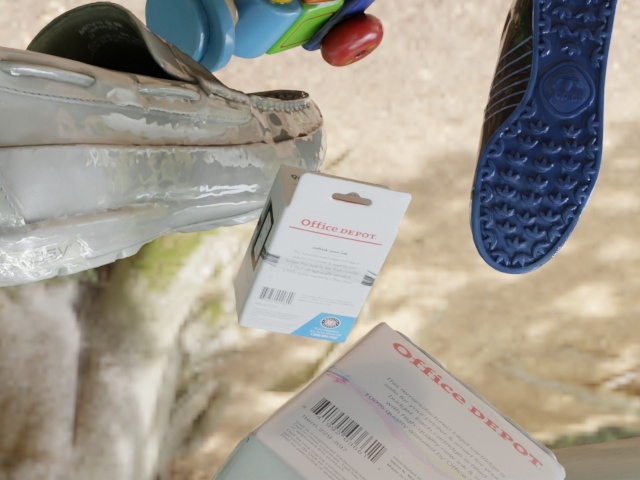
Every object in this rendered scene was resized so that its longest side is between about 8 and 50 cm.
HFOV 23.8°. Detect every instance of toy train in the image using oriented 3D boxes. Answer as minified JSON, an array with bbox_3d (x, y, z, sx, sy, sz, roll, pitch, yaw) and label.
[{"bbox_3d":[0.009,-0.180,0.837,0.143,0.105,0.248,-25,170,-40],"label":"toy train"}]

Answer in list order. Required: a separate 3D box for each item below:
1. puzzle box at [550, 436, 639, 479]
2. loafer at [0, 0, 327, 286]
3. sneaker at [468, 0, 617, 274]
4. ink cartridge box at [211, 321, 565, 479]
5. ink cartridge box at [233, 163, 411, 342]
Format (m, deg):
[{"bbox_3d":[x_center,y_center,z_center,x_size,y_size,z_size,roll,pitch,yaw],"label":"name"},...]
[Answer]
[{"bbox_3d":[0.331,0.183,1.099,0.409,0.052,0.272,-14,156,33],"label":"puzzle box"},{"bbox_3d":[-0.085,-0.055,0.698,0.112,0.111,0.319,-6,-174,23],"label":"loafer"},{"bbox_3d":[0.152,-0.088,1.030,0.081,0.232,0.090,16,176,1],"label":"sneaker"},{"bbox_3d":[0.038,0.152,0.885,0.154,0.093,0.212,39,-153,9],"label":"ink cartridge box"},{"bbox_3d":[0.000,0.000,0.612,0.048,0.028,0.083,11,129,-17],"label":"ink cartridge box"}]
